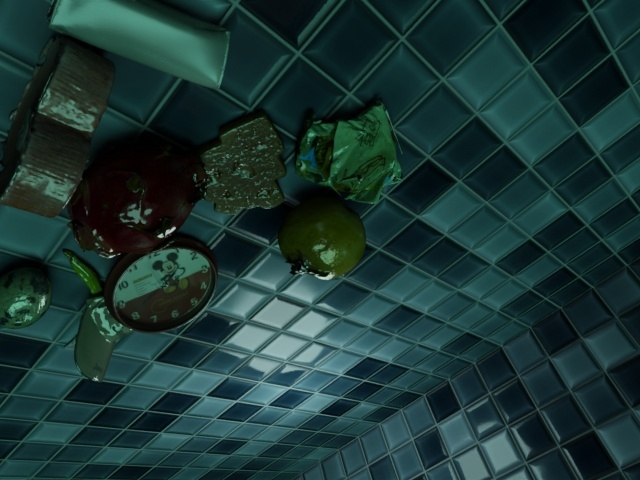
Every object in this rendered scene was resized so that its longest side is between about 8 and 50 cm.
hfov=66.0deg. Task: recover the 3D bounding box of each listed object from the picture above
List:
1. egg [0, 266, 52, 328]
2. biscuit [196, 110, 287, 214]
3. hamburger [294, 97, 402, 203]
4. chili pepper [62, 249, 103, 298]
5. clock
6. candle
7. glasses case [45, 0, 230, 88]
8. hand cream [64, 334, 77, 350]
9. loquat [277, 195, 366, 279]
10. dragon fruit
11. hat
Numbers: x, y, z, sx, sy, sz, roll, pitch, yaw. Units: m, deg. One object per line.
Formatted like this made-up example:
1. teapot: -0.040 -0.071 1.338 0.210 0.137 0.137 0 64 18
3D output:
1. egg: -0.765 0.144 1.262 0.182 0.141 0.141 -46 133 16
2. biscuit: -0.184 -0.184 1.199 0.277 0.043 0.302 13 129 -29
3. hamburger: 0.075 -0.193 1.210 0.275 0.151 0.261 -14 138 -6
4. chili pepper: -0.632 0.098 1.339 0.043 0.048 0.208 -39 145 -30
5. clock: -0.438 0.122 1.378 0.318 0.080 0.319 -20 131 -24
6. candle: -0.498 -0.196 0.917 0.287 0.317 0.131 3 164 45
7. glasses case: -0.317 -0.386 0.896 0.307 0.083 0.128 14 124 -33
8. hand cream: -0.716 0.291 1.528 0.052 0.038 0.216 42 120 -20
9. loquat: 0.000 0.000 1.331 0.243 0.244 0.244 -11 139 -10
10. dragon fruit: -0.400 -0.091 1.074 0.314 0.251 0.250 -7 139 -3
11. hat: -0.580 0.271 1.411 0.149 0.245 0.214 -11 155 1
